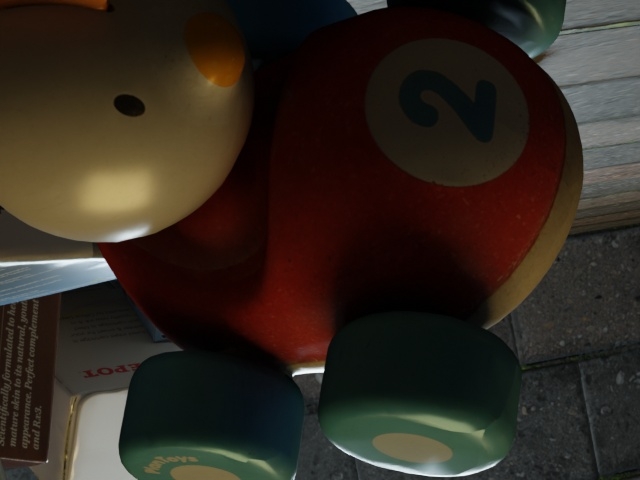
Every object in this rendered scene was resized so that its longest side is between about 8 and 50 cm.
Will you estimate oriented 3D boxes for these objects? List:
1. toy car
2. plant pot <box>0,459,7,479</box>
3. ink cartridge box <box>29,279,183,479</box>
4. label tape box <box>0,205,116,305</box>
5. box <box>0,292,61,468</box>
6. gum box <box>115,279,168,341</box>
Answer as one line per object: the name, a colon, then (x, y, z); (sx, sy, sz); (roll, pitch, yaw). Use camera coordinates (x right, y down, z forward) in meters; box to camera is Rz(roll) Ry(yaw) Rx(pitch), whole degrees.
toy car: (-0.044, -0.047, 0.710); (0.210, 0.219, 0.238); (-13, 147, 40)
plant pot: (-0.348, 0.124, 1.228); (0.333, 0.306, 0.334); (-11, 177, -1)
ink cartridge box: (-0.226, 0.126, 1.939); (0.226, 0.131, 0.306); (-6, -151, -33)
label tape box: (-0.260, -0.013, 0.930); (0.240, 0.106, 0.333); (-13, 174, 32)
box: (-0.379, 0.114, 1.732); (0.143, 0.191, 0.381); (10, 166, -31)
gum box: (-0.108, 0.035, 1.947); (0.184, 0.041, 0.157); (-8, -148, -23)
